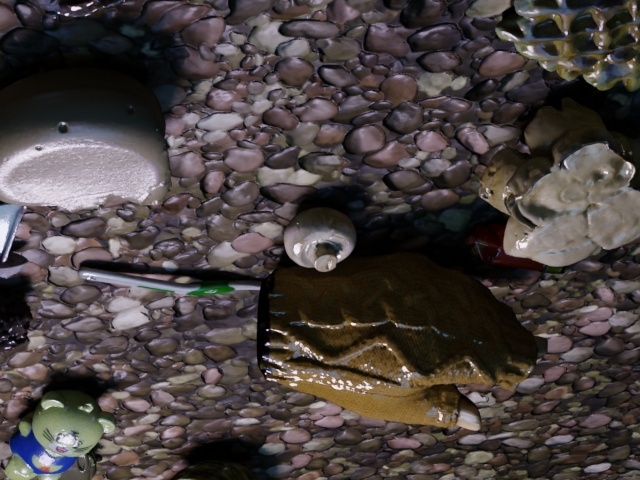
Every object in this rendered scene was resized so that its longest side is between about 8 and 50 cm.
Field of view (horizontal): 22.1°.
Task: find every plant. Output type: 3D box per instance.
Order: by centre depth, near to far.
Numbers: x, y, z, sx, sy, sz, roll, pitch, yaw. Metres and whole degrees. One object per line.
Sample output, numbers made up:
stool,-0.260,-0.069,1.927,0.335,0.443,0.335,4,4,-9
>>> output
plant,-0.411,0.085,1.885,0.174,0.087,0.085,20,163,-29

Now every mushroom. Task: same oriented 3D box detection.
mushroom,0.000,0.000,1.841,0.084,0.067,0.083,-6,140,-5

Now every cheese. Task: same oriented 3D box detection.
cheese,-0.251,-0.098,1.622,0.203,0.091,0.175,-4,147,-3

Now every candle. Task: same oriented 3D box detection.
candle,0.229,0.009,1.917,0.131,0.052,0.052,7,144,-20

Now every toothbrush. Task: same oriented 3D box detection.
toothbrush,-0.137,0.053,1.937,0.304,0.030,0.030,8,144,-18

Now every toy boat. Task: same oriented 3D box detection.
toy boat,-0.359,-0.011,1.794,0.096,0.034,0.122,7,136,-21

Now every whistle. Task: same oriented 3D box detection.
whistle,-0.356,0.264,2.153,0.105,0.085,0.227,26,135,-23

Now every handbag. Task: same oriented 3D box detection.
handbag,-0.336,0.301,2.250,0.072,0.047,0.111,4,146,-8

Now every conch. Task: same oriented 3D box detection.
conch,-0.163,0.380,2.347,0.181,0.124,0.187,-14,124,26

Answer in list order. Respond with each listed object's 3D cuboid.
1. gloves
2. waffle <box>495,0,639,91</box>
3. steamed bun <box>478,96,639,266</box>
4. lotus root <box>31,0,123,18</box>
gloves,0.097,0.113,1.911,0.357,0.203,0.155,5,168,-15
waffle,0.288,-0.221,1.575,0.223,0.054,0.204,18,139,-35
steamed bun,0.263,-0.062,1.771,0.192,0.106,0.177,-37,134,24
lotus root,-0.146,-0.302,1.353,0.329,0.078,0.167,-31,117,34
